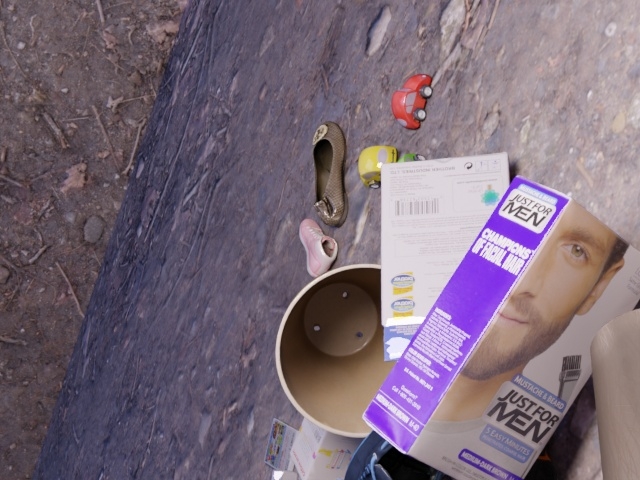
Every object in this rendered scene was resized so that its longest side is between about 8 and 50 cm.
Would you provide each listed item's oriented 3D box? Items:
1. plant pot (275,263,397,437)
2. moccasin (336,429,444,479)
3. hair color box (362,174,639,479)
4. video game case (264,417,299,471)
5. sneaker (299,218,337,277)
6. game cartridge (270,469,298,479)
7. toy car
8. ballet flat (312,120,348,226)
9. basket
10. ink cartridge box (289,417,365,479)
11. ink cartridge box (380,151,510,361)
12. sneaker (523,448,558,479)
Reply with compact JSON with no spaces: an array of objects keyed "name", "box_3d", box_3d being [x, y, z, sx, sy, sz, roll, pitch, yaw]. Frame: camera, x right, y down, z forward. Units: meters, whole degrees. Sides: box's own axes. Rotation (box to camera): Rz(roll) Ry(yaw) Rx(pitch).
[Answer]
[{"name":"plant pot","box_3d":[0.050,0.147,1.814,0.274,0.257,0.256,-133,59,-82]},{"name":"moccasin","box_3d":[0.108,0.319,1.641,0.117,0.138,0.342,-83,11,-64]},{"name":"hair color box","box_3d":[0.223,0.118,1.348,0.338,0.185,0.110,-58,34,0]},{"name":"video game case","box_3d":[-0.072,0.389,2.187,0.122,0.011,0.087,9,86,66]},{"name":"sneaker","box_3d":[0.000,0.000,2.195,0.070,0.051,0.134,-51,37,41]},{"name":"game cartridge","box_3d":[-0.086,0.574,1.960,0.230,0.068,0.355,86,-170,-73]},{"name":"toy car","box_3d":[0.134,-0.146,1.971,0.239,0.053,0.225,-61,27,31]},{"name":"ballet flat","box_3d":[0.010,-0.134,2.235,0.084,0.058,0.249,-48,36,46]},{"name":"basket","box_3d":[0.359,0.191,1.177,0.204,0.154,0.226,-52,30,42]},{"name":"ink cartridge box","box_3d":[0.017,0.340,1.918,0.143,0.090,0.092,-68,25,19]},{"name":"ink cartridge box","box_3d":[0.180,0.028,1.626,0.065,0.186,0.311,67,-158,-59]},{"name":"sneaker","box_3d":[0.236,0.294,1.477,0.121,0.099,0.262,125,157,-54]}]
